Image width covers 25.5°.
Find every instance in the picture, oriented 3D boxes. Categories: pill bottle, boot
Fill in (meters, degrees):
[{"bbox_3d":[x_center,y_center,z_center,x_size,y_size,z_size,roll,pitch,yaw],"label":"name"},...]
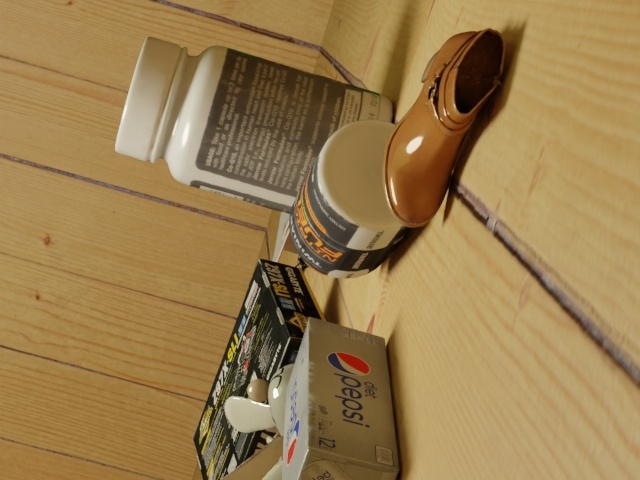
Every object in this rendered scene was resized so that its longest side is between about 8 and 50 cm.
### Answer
[{"bbox_3d":[-0.095,-0.157,2.013,0.204,0.361,0.204,-164,90,-83],"label":"pill bottle"},{"bbox_3d":[0.037,-0.034,1.615,0.245,0.130,0.130,120,164,-68],"label":"pill bottle"},{"bbox_3d":[0.119,-0.110,1.366,0.152,0.073,0.197,176,107,-79],"label":"boot"}]

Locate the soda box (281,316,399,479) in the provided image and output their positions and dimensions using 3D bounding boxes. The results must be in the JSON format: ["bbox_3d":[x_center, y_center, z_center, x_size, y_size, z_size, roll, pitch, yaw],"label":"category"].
[{"bbox_3d":[0.017,0.187,1.417,0.286,0.091,0.098,-91,18,-69],"label":"soda box"}]

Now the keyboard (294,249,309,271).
[{"bbox_3d":[0.000,0.000,2.356,0.100,0.038,0.192,-48,13,16],"label":"keyboard"}]

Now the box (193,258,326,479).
[{"bbox_3d":[-0.086,0.224,2.020,0.257,0.079,0.322,-116,44,-65],"label":"box"}]

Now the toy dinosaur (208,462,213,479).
[{"bbox_3d":[-0.176,0.411,1.980,0.092,0.053,0.183,-27,38,44],"label":"toy dinosaur"}]

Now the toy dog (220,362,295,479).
[{"bbox_3d":[-0.090,0.278,1.686,0.220,0.161,0.333,-88,8,-76],"label":"toy dog"}]

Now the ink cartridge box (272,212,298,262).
[{"bbox_3d":[-0.020,-0.078,2.544,0.239,0.060,0.275,-83,11,-49],"label":"ink cartridge box"}]
